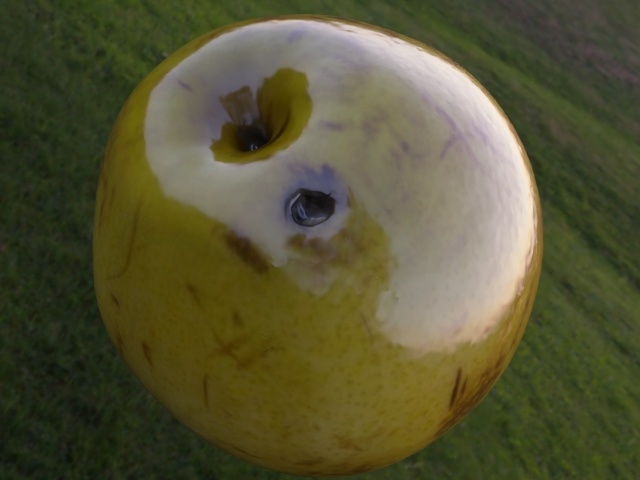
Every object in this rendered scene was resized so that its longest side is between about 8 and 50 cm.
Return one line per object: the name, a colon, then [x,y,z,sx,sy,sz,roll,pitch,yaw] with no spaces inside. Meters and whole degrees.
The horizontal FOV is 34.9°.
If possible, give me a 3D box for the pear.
pear: [0.000,0.000,0.603,0.280,0.281,0.281,28,29,-17]
